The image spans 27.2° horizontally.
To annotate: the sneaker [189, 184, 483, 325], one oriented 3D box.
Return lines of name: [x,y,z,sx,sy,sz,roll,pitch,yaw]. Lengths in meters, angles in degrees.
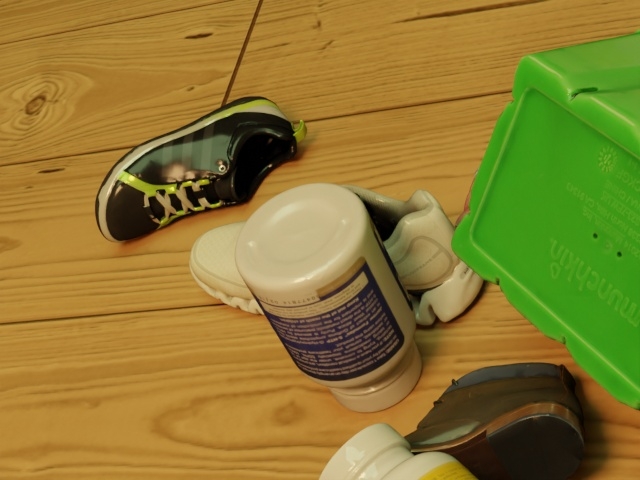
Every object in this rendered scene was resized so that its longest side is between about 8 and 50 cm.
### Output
sneaker: [0.000,0.000,1.191,0.292,0.118,0.110,-1,50,30]

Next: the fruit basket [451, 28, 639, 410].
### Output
fruit basket: [0.341,-0.007,0.964,0.392,0.282,0.392,16,23,-7]

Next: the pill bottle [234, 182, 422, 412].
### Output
pill bottle: [0.015,0.054,1.073,0.112,0.186,0.112,-15,43,14]

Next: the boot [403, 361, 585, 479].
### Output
boot: [0.105,0.161,1.025,0.219,0.082,0.106,-19,17,22]

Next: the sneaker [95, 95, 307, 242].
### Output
sneaker: [-0.122,-0.069,1.349,0.235,0.084,0.097,-35,43,-8]

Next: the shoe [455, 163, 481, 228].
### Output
shoe: [0.204,-0.029,1.153,0.178,0.063,0.081,2,50,37]

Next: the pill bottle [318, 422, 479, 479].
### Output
pill bottle: [0.085,0.212,0.907,0.103,0.103,0.184,-41,60,-14]
